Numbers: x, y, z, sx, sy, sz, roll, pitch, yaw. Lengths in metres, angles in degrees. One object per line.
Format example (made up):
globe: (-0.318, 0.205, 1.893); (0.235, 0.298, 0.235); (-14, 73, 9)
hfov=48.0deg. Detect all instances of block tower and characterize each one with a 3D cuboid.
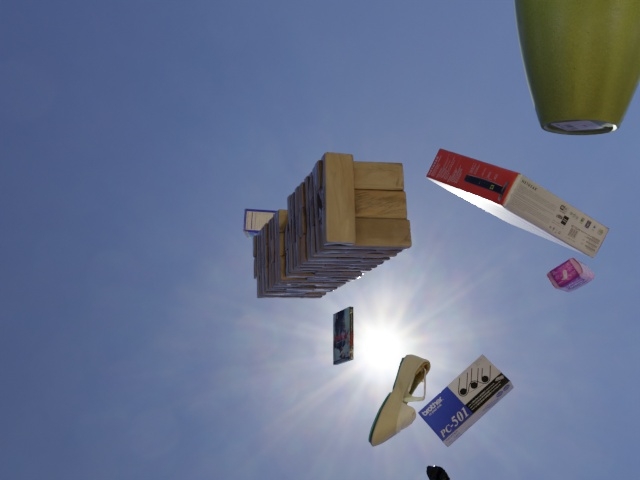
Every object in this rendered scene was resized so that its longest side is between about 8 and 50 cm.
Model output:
block tower: (0.000, 0.000, 0.830); (0.097, 0.335, 0.091); (1, -104, -16)

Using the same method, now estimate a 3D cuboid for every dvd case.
dvd case: (0.051, 0.214, 1.611); (0.013, 0.087, 0.119); (8, -109, -23)

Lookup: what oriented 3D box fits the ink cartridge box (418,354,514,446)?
ink cartridge box: (0.336, 0.370, 1.665); (0.207, 0.097, 0.046); (-42, -43, -3)

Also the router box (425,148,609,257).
router box: (0.467, -0.093, 1.726); (0.335, 0.301, 0.082); (24, -85, -31)

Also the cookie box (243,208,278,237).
cookie box: (-0.071, -0.024, 1.185); (0.107, 0.092, 0.040); (4, -96, -1)

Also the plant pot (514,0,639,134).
plant pot: (0.480, -0.348, 1.307); (0.274, 0.275, 0.294); (5, -92, -31)

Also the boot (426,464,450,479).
boot: (0.239, 0.494, 1.440); (0.045, 0.121, 0.099); (-31, -75, -12)

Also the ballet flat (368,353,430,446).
ballet flat: (0.181, 0.347, 1.558); (0.086, 0.086, 0.248); (40, -132, -10)

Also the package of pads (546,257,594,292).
package of pads: (0.377, 0.053, 1.081); (0.083, 0.050, 0.032); (16, -138, -57)
